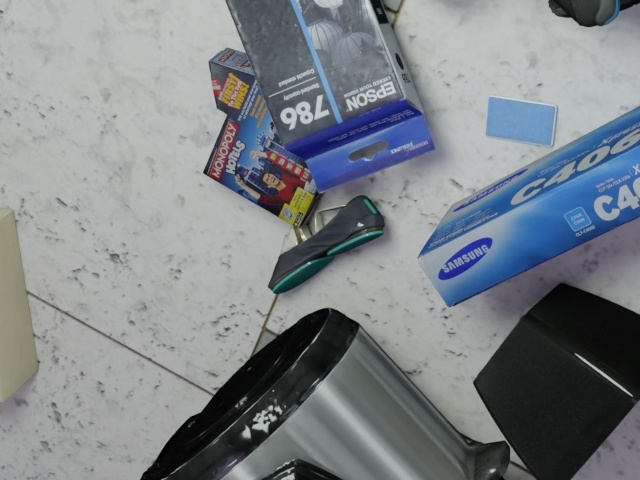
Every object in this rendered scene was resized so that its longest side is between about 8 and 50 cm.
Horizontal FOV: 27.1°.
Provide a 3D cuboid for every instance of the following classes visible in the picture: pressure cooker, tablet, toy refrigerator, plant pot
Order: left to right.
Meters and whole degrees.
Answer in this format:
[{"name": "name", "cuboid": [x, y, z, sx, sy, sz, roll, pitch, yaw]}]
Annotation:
[{"name": "toy refrigerator", "cuboid": [-0.493, 0.091, 1.933, 0.094, 0.102, 0.269, 6, 117, 19]}, {"name": "pressure cooker", "cuboid": [0.030, 0.340, 1.695, 0.420, 0.375, 0.370, 48, 153, -6]}, {"name": "tablet", "cuboid": [0.237, -0.142, 1.577, 0.083, 0.006, 0.054, 11, 119, 18]}, {"name": "plant pot", "cuboid": [0.301, 0.162, 1.608, 0.167, 0.187, 0.188, 41, 124, 13]}]

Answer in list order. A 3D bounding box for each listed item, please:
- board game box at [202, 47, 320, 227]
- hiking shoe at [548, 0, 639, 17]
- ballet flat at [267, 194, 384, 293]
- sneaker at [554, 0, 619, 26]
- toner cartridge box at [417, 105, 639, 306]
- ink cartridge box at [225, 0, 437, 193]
[{"name": "board game box", "cuboid": [-0.064, -0.146, 1.665, 0.194, 0.060, 0.194, 31, 122, 6]}, {"name": "hiking shoe", "cuboid": [0.339, -0.317, 1.416, 0.227, 0.086, 0.114, -23, 89, 26]}, {"name": "ballet flat", "cuboid": [0.000, 0.000, 1.714, 0.203, 0.074, 0.074, -32, 100, 38]}, {"name": "sneaker", "cuboid": [0.165, -0.331, 1.367, 0.140, 0.125, 0.341, -44, 86, 11]}, {"name": "toner cartridge box", "cuboid": [0.286, -0.054, 1.508, 0.348, 0.165, 0.075, -29, 101, 30]}, {"name": "ink cartridge box", "cuboid": [0.000, -0.228, 1.548, 0.165, 0.065, 0.332, -21, 95, 19]}]
